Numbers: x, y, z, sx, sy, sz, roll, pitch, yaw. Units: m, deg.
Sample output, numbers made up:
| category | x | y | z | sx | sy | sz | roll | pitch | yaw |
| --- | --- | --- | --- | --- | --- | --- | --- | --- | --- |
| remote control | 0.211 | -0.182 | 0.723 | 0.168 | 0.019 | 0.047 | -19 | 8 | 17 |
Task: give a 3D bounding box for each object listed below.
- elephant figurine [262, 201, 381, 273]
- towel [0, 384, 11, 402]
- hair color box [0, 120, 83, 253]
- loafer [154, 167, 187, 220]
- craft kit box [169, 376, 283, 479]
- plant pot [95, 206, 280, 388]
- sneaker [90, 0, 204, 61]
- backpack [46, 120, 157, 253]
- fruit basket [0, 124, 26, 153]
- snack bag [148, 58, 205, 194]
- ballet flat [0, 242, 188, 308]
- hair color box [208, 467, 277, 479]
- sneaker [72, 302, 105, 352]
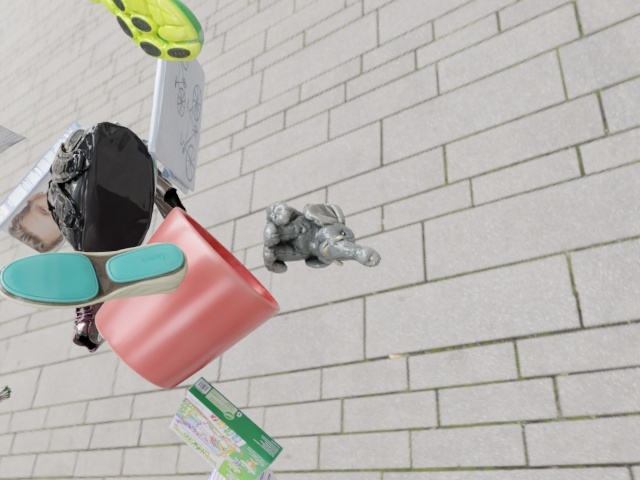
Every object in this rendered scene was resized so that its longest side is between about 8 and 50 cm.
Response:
| category | x | y | z | sx | sy | sz | roll | pitch | yaw |
| --- | --- | --- | --- | --- | --- | --- | --- | --- | --- |
| elephant figurine | 0.000 | 0.000 | 1.247 | 0.239 | 0.169 | 0.186 | 2 | 61 | -2 |
| towel | -0.563 | 0.275 | 0.885 | 0.113 | 0.152 | 0.023 | -14 | 102 | 8 |
| hair color box | -0.718 | -0.139 | 1.615 | 0.347 | 0.174 | 0.105 | -52 | 45 | -7 |
| loafer | -0.445 | -0.144 | 1.652 | 0.078 | 0.220 | 0.080 | -31 | 8 | 43 |
| craft kit box | -0.232 | 0.465 | 1.372 | 0.061 | 0.250 | 0.246 | -45 | -9 | -39 |
| plant pot | -0.250 | 0.115 | 1.055 | 0.243 | 0.275 | 0.275 | -45 | 46 | -4 |
| sneaker | -0.253 | -0.363 | 0.823 | 0.123 | 0.109 | 0.295 | -34 | 64 | -27 |
| backpack | -0.486 | -0.117 | 1.284 | 0.355 | 0.273 | 0.290 | 12 | 98 | 43 |
| fruit basket | -0.828 | -0.270 | 1.179 | 0.327 | 0.353 | 0.165 | -9 | 66 | 43 |
| snack bag | -0.325 | -0.293 | 1.315 | 0.037 | 0.342 | 0.323 | 4 | 83 | 2 |
| ballet flat | -0.308 | 0.058 | 0.804 | 0.086 | 0.248 | 0.086 | 16 | 108 | 59 |
| hair color box | -0.209 | 0.775 | 1.728 | 0.110 | 0.339 | 0.185 | -7 | 34 | 20 |
| sneaker | -0.698 | 0.209 | 1.739 | 0.106 | 0.281 | 0.162 | -9 | 21 | 4 |
